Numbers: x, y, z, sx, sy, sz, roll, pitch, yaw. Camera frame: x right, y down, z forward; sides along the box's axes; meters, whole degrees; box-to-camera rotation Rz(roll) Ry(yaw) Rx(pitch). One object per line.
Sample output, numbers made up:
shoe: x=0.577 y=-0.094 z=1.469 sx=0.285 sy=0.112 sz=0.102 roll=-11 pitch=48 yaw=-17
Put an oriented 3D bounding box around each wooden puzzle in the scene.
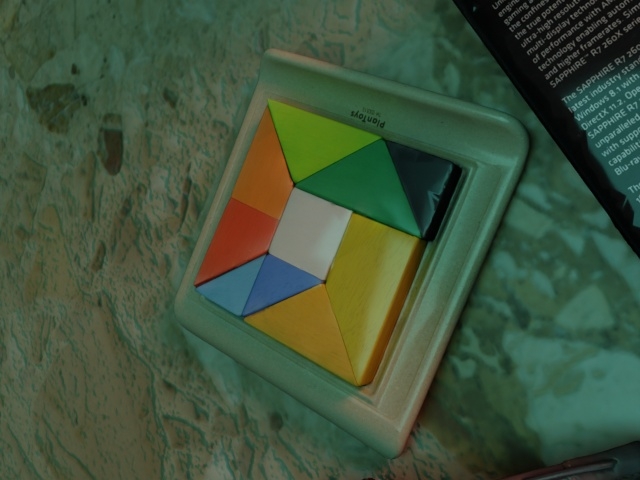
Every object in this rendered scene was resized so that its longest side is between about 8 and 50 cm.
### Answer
wooden puzzle: x=0.000 y=0.000 z=0.437 sx=0.221 sy=0.044 sz=0.239 roll=25 pitch=100 yaw=30

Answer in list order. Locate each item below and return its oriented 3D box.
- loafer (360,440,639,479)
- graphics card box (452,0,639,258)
loafer: x=0.058 y=0.182 z=0.372 sx=0.302 sy=0.109 sz=0.095 roll=-14 pitch=61 yaw=24
graphics card box: x=0.229 y=-0.080 z=0.273 sx=0.233 sy=0.094 sz=0.371 roll=-38 pitch=68 yaw=24
